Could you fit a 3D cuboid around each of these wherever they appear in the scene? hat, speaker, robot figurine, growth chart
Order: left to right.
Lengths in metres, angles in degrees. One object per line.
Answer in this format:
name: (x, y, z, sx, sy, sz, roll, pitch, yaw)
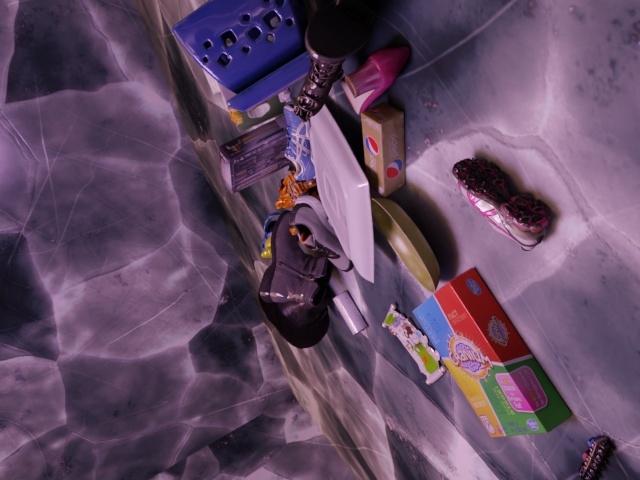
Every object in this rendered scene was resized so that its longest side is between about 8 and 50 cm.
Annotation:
robot figurine: (-0.059, -0.121, 1.741, 0.211, 0.085, 0.291, 59, 163, 10)
hat: (-0.049, 0.203, 2.005, 0.134, 0.331, 0.331, -34, 81, 34)
speaker: (0.096, 0.233, 1.860, 0.136, 0.055, 0.055, 59, 162, 12)
growth chart: (0.246, 0.273, 1.543, 0.237, 0.021, 0.172, 53, 159, 28)

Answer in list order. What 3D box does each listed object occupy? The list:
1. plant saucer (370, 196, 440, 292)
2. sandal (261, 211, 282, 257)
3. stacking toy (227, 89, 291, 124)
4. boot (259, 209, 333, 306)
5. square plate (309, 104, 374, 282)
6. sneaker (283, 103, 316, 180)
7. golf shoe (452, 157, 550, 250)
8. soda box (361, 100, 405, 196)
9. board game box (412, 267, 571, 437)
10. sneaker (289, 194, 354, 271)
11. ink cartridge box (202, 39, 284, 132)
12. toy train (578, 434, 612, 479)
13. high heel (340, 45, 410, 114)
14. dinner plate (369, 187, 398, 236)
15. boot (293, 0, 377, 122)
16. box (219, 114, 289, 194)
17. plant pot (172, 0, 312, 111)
plant saucer: (0.182, 0.001, 1.221, 0.241, 0.037, 0.241, 56, 177, 5)
sandal: (-0.162, -0.013, 2.176, 0.317, 0.126, 0.138, 129, 136, -72)
stacking toy: (-0.188, -0.435, 1.520, 0.052, 0.167, 0.221, 21, 134, 63)
boot: (-0.054, 0.057, 1.899, 0.223, 0.337, 0.118, -2, 158, 28)
square plate: (0.044, -0.118, 1.385, 0.347, 0.049, 0.344, 81, 169, -49)
sneaker: (-0.057, -0.258, 1.545, 0.080, 0.081, 0.211, 19, 132, 68)
golf shoe: (0.271, -0.055, 0.912, 0.186, 0.068, 0.086, 51, 160, 34)
soda box: (0.127, -0.179, 1.152, 0.058, 0.061, 0.181, 41, 153, 38)
board game box: (0.328, 0.235, 1.173, 0.316, 0.064, 0.242, 59, 162, 14)
sneaker: (0.000, 0.000, 1.615, 0.100, 0.108, 0.271, -6, 134, 44)
ink cartridge box: (-0.214, -0.431, 1.589, 0.056, 0.171, 0.235, 4, 121, 55)
toy train: (0.480, 0.385, 1.021, 0.036, 0.027, 0.158, -118, 13, -44)
high heel: (0.102, -0.305, 1.093, 0.082, 0.117, 0.244, 61, -176, 1)
dinner plate: (0.142, -0.059, 1.370, 0.141, 0.017, 0.141, 55, 160, 31)
boot: (0.009, -0.296, 1.010, 0.091, 0.263, 0.229, 30, 134, -2)
box: (-0.169, -0.243, 1.636, 0.056, 0.231, 0.183, 54, 162, 17)
plant pot: (-0.125, -0.403, 1.193, 0.212, 0.236, 0.236, 59, -167, -13)
